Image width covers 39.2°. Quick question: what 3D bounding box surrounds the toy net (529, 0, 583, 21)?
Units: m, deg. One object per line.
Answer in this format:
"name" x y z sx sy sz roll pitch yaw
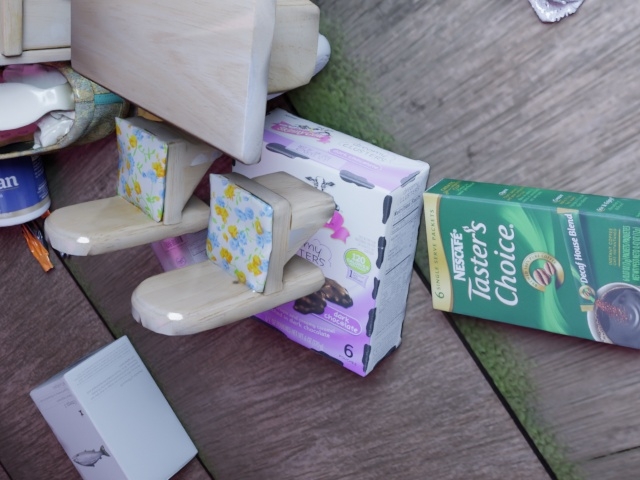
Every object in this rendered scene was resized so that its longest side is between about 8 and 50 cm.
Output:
"toy net" 0.126 -0.257 0.593 0.122 0.045 0.232 8 118 35

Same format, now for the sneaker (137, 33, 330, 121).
"sneaker" -0.101 -0.170 0.793 0.240 0.091 0.126 -14 104 43

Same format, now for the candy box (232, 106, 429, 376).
"candy box" 0.000 0.000 0.819 0.165 0.070 0.196 24 127 27

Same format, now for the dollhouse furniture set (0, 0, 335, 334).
"dollhouse furniture set" -0.193 -0.167 0.647 0.394 0.256 0.362 30 124 40

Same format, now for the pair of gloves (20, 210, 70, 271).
"pair of gloves" -0.347 -0.003 1.138 0.083 0.010 0.074 -27 94 41

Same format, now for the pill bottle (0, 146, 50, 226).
"pill bottle" -0.375 -0.109 1.042 0.094 0.094 0.169 14 122 33

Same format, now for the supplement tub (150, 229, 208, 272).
"supplement tub" -0.131 0.020 0.936 0.071 0.071 0.107 -16 103 43

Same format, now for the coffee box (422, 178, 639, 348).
"coffee box" 0.172 0.016 0.711 0.184 0.040 0.113 11 120 34

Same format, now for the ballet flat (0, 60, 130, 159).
"ballet flat" -0.371 -0.127 0.922 0.349 0.123 0.123 -7 112 11

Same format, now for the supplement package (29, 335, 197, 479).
"supplement package" -0.259 0.230 1.132 0.105 0.105 0.179 -28 95 43
